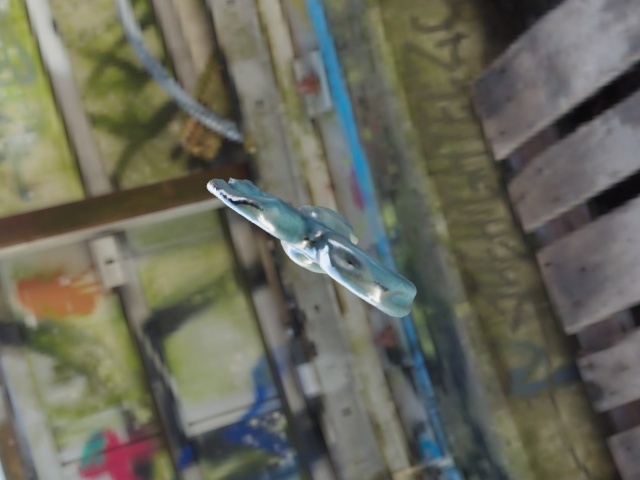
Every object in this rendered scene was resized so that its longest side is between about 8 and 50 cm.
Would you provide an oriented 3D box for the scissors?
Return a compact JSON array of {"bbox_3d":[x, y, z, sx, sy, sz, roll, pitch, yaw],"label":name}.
[{"bbox_3d":[0.000,0.000,0.966,0.041,0.138,0.289,-60,-2,3],"label":"scissors"}]
